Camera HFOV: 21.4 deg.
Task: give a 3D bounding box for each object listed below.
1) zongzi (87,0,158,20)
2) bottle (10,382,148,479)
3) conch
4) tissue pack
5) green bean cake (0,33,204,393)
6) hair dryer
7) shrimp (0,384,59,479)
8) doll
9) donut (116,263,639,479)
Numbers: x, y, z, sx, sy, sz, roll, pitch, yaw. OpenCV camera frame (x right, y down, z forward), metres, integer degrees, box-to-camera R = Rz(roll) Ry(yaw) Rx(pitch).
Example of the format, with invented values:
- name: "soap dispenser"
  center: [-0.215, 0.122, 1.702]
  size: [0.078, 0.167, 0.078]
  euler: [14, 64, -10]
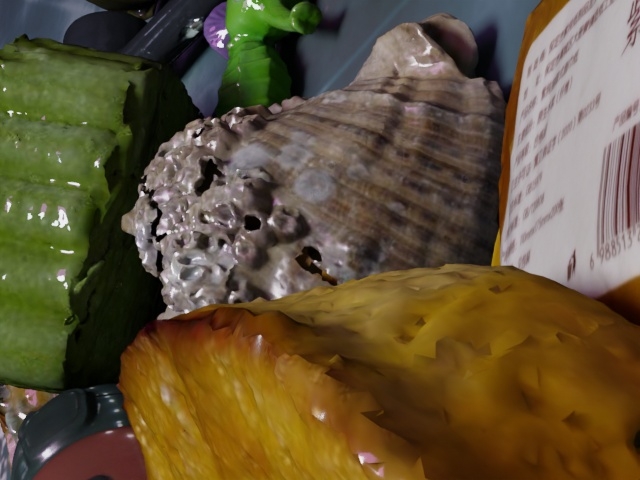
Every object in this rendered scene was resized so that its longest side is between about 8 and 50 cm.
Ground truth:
- name: "zongzi"
  center: [-0.158, -0.229, 1.129]
  size: [0.205, 0.204, 0.094]
  euler: [-19, 64, 59]
- name: "bottle"
  center: [-0.078, 0.184, 0.805]
  size: [0.144, 0.144, 0.336]
  euler: [-66, 25, 14]
- name: "conch"
  center: [0.000, 0.000, 0.803]
  size: [0.178, 0.163, 0.245]
  euler: [43, 98, 27]
- name: "tissue pack"
  center: [0.122, -0.034, 0.528]
  size: [0.226, 0.092, 0.183]
  euler: [121, 161, -72]
- name: "green bean cake"
  center: [-0.148, -0.007, 1.002]
  size: [0.214, 0.113, 0.200]
  euler: [69, -145, -79]
- name: "hair dryer"
  center: [-0.101, -0.128, 1.131]
  size: [0.219, 0.071, 0.124]
  euler: [-38, 44, 37]
- name: "shrimp"
  center: [-0.196, 0.090, 1.182]
  size: [0.317, 0.077, 0.168]
  euler: [-94, 22, -43]
- name: "doll"
  center: [-0.037, -0.092, 0.988]
  size: [0.115, 0.050, 0.190]
  euler: [146, 133, -62]
- name: "donut"
  center: [0.056, 0.131, 0.492]
  size: [0.303, 0.110, 0.303]
  euler: [50, 155, 35]
